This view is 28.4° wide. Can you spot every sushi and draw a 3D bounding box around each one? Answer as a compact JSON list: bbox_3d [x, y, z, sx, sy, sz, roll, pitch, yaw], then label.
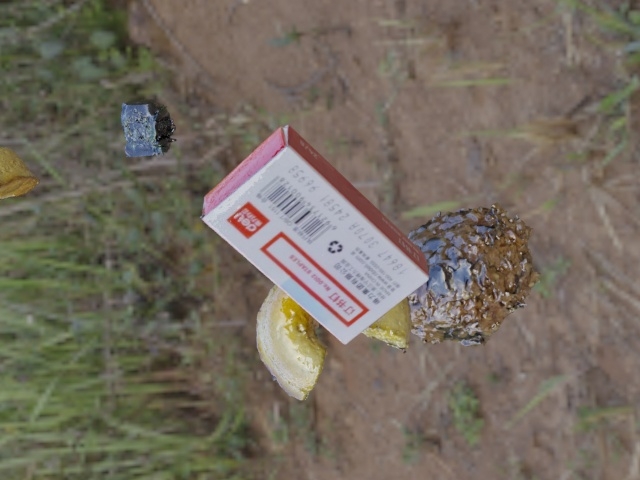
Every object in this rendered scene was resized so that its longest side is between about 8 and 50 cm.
[{"bbox_3d":[-0.264,-0.176,1.967,0.056,0.084,0.083,-28,-66,-43],"label":"sushi"}]

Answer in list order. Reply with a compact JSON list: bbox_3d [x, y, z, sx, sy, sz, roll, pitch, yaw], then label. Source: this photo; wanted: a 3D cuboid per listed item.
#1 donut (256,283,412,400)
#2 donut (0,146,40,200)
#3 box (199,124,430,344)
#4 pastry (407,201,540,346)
[{"bbox_3d":[0.012,0.081,1.395,0.078,0.181,0.146,97,148,-78],"label":"donut"},{"bbox_3d":[-0.601,-0.108,2.254,0.141,0.217,0.085,-31,84,46],"label":"donut"},{"bbox_3d":[0.000,0.000,1.291,0.229,0.123,0.050,42,-159,-24],"label":"box"},{"bbox_3d":[0.231,0.066,2.049,0.193,0.275,0.275,55,-170,-20],"label":"pastry"}]
